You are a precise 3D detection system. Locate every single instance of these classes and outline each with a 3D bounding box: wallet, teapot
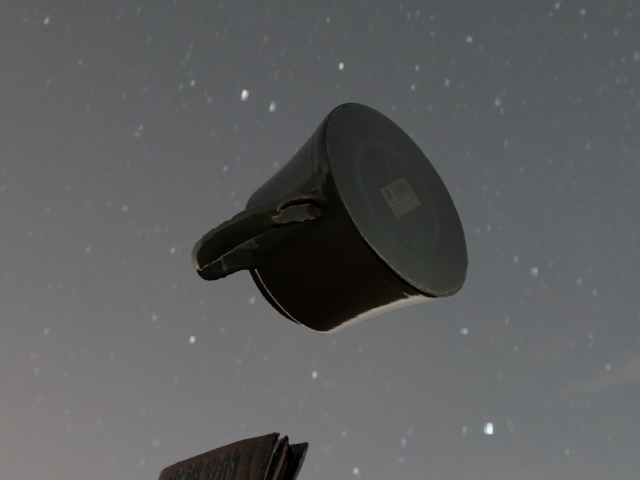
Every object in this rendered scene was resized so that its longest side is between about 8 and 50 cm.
[{"bbox_3d":[-0.103,0.246,1.053,0.042,0.161,0.195,41,-42,-22],"label":"wallet"},{"bbox_3d":[0.000,0.000,0.944,0.149,0.162,0.239,-31,-16,31],"label":"teapot"}]
